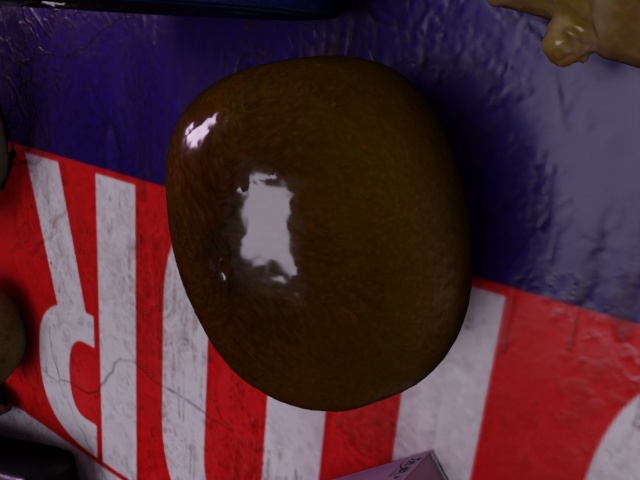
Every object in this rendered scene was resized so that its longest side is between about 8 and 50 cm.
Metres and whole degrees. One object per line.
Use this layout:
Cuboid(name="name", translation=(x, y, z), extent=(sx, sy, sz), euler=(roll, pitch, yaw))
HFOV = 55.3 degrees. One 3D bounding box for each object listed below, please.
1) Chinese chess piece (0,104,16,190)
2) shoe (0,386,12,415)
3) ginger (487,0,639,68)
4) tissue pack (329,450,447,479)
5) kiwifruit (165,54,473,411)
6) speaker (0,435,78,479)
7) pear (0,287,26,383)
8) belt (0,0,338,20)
Cuboid(name="Chinese chess piece", translation=(-0.528, -0.172, 0.720), extent=(0.349, 0.146, 0.349), euler=(21, 130, 26))
Cuboid(name="shoe", translation=(-0.524, 0.202, 0.912), extent=(0.169, 0.071, 0.099), euler=(19, 109, 35))
Cuboid(name="ginger", translation=(0.225, -0.110, 0.260), extent=(0.354, 0.126, 0.190), euler=(45, 113, 15))
Cuboid(name="tissue pack", translation=(-0.009, 0.263, 0.440), extent=(0.148, 0.246, 0.092), euler=(-33, 82, 37))
Cuboid(name="kiwifruit", translation=(0.000, 0.000, 0.407), extent=(0.196, 0.196, 0.234), euler=(0, 108, 36))
Cuboid(name="speaker", translation=(-0.476, 0.346, 0.884), extent=(0.388, 0.184, 0.180), euler=(3, 105, 24))
Cuboid(name="pear", translation=(-0.484, 0.130, 0.819), extent=(0.167, 0.136, 0.167), euler=(5, 100, 33))
Cuboid(name="belt", translation=(-0.147, -0.222, 0.441), extent=(0.347, 0.212, 0.117), euler=(14, 111, 28))
